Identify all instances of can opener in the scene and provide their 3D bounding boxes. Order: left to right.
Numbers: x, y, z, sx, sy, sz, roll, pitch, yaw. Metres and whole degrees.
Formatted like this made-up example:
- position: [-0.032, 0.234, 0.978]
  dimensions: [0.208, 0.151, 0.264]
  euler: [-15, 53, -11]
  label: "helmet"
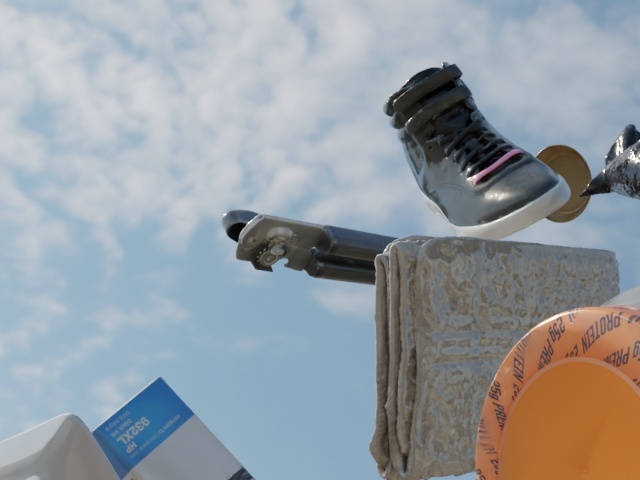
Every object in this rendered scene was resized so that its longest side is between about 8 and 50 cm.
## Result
- position: [0.000, 0.000, 1.697]
  dimensions: [0.283, 0.095, 0.076]
  euler: [9, -56, -39]
  label: "can opener"

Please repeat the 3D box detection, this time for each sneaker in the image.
- position: [0.137, -0.093, 1.248]
  dimensions: [0.104, 0.296, 0.147]
  euler: [-30, -73, -6]
  label: "sneaker"

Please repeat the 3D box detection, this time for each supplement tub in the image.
- position: [0.247, 0.118, 0.672]
  dimensions: [0.316, 0.194, 0.193]
  euler: [6, -27, -36]
  label: "supplement tub"

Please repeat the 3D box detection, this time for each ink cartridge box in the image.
- position: [-0.183, 0.365, 1.678]
  dimensions: [0.307, 0.129, 0.223]
  euler: [46, -42, 5]
  label: "ink cartridge box"

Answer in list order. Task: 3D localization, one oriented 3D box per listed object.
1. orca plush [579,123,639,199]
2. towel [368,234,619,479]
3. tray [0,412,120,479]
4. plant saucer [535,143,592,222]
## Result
- position: [0.320, -0.085, 1.000]
  dimensions: [0.151, 0.287, 0.102]
  euler: [-17, -76, -17]
  label: "orca plush"
- position: [0.146, 0.092, 1.023]
  dimensions: [0.282, 0.187, 0.049]
  euler: [6, -6, -42]
  label: "towel"
- position: [-0.194, 0.200, 0.763]
  dimensions: [0.270, 0.030, 0.145]
  euler: [-26, -84, 39]
  label: "tray"
- position: [0.257, -0.061, 1.364]
  dimensions: [0.015, 0.083, 0.083]
  euler: [-6, -17, -44]
  label: "plant saucer"
